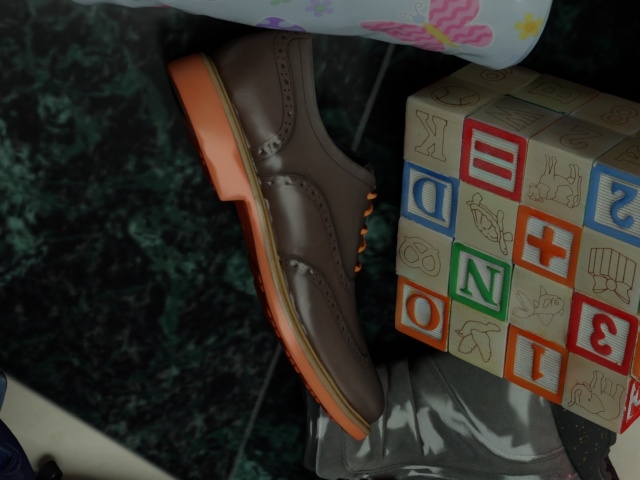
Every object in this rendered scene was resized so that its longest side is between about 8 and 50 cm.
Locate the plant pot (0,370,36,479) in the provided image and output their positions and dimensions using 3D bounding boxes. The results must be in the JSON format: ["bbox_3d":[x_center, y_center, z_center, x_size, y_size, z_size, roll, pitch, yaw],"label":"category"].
[{"bbox_3d":[-0.309,0.182,0.831,0.236,0.212,0.236,13,116,-20],"label":"plant pot"}]

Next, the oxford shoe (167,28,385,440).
[{"bbox_3d":[0.000,0.000,0.849,0.098,0.097,0.271,-24,112,-5],"label":"oxford shoe"}]

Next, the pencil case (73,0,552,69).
[{"bbox_3d":[-0.005,-0.165,0.753,0.273,0.113,0.124,6,159,-17],"label":"pencil case"}]

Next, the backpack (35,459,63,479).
[{"bbox_3d":[-0.144,0.251,0.971,0.182,0.115,0.152,11,115,-22],"label":"backpack"}]

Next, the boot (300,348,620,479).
[{"bbox_3d":[0.116,0.205,1.021,0.222,0.118,0.338,-20,112,2],"label":"boot"}]

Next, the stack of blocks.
[{"bbox_3d":[0.190,0.020,0.812,0.087,0.297,0.171,-32,134,-42],"label":"stack of blocks"}]
